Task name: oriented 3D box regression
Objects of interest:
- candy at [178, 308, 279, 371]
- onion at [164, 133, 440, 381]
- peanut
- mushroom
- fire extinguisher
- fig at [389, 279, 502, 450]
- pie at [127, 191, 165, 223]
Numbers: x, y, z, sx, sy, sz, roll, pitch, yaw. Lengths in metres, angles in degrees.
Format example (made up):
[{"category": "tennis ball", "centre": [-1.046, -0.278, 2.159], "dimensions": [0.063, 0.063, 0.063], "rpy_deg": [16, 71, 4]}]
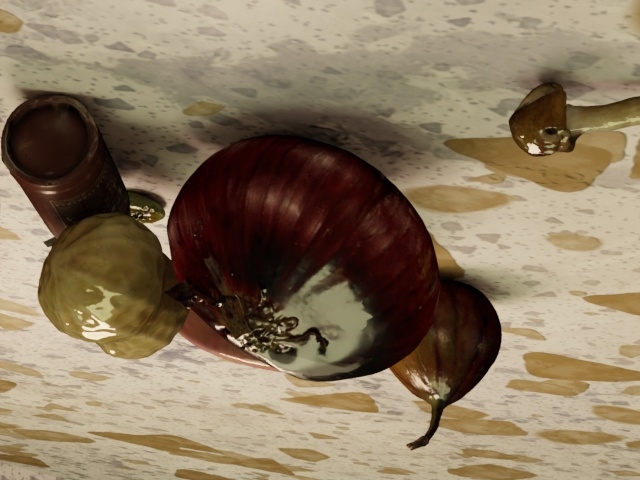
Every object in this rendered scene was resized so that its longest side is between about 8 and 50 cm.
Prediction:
[{"category": "candy", "centre": [-0.037, 0.072, 1.789], "dimensions": [0.255, 0.094, 0.255], "rpy_deg": [9, -167, -2]}, {"category": "onion", "centre": [0.000, 0.000, 1.559], "dimensions": [0.273, 0.285, 0.273], "rpy_deg": [22, 137, 22]}, {"category": "peanut", "centre": [-0.207, 0.055, 1.631], "dimensions": [0.136, 0.120, 0.298], "rpy_deg": [-9, 165, 3]}, {"category": "mushroom", "centre": [0.245, -0.112, 1.311], "dimensions": [0.187, 0.061, 0.060], "rpy_deg": [-12, 171, 19]}, {"category": "fire extinguisher", "centre": [-0.251, -0.052, 1.612], "dimensions": [0.105, 0.104, 0.269], "rpy_deg": [6, 164, 3]}, {"category": "fig", "centre": [0.150, 0.130, 1.929], "dimensions": [0.148, 0.202, 0.149], "rpy_deg": [5, 133, -42]}, {"category": "pie", "centre": [-0.210, -0.033, 1.786], "dimensions": [0.084, 0.021, 0.084], "rpy_deg": [8, 163, 2]}]
